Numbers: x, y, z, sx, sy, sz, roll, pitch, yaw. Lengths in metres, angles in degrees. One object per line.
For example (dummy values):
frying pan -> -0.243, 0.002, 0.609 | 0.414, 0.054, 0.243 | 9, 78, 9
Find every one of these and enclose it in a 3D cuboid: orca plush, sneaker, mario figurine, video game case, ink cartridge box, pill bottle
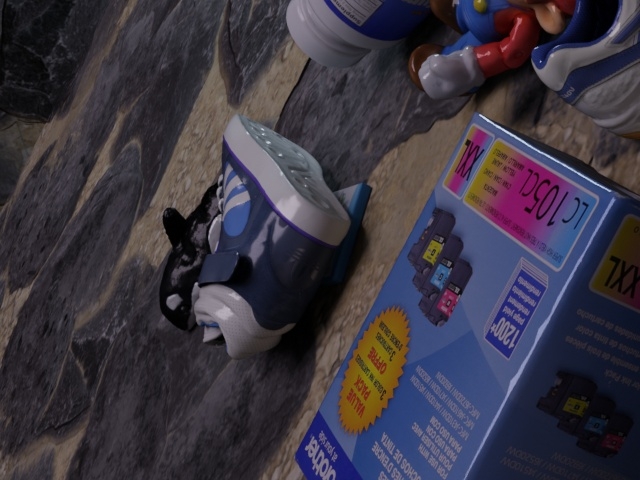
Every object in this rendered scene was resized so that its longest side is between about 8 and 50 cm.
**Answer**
orca plush -> -0.161, -0.020, 1.999 | 0.287, 0.102, 0.151 | -57, 23, 23
sneaker -> 0.272, -0.234, 1.168 | 0.296, 0.131, 0.112 | -66, 19, -4
mario figurine -> 0.163, -0.252, 1.375 | 0.320, 0.170, 0.198 | -35, 71, 66
video game case -> 0.000, 0.000, 1.721 | 0.166, 0.015, 0.119 | -15, 54, 63
ink cartridge box -> 0.128, 0.130, 1.113 | 0.395, 0.151, 0.270 | -65, 21, 9
pill bottle -> 0.075, -0.314, 1.683 | 0.272, 0.152, 0.152 | -42, 32, 48
sneaker -> -0.093, 0.004, 1.733 | 0.236, 0.130, 0.323 | -57, 29, 13
